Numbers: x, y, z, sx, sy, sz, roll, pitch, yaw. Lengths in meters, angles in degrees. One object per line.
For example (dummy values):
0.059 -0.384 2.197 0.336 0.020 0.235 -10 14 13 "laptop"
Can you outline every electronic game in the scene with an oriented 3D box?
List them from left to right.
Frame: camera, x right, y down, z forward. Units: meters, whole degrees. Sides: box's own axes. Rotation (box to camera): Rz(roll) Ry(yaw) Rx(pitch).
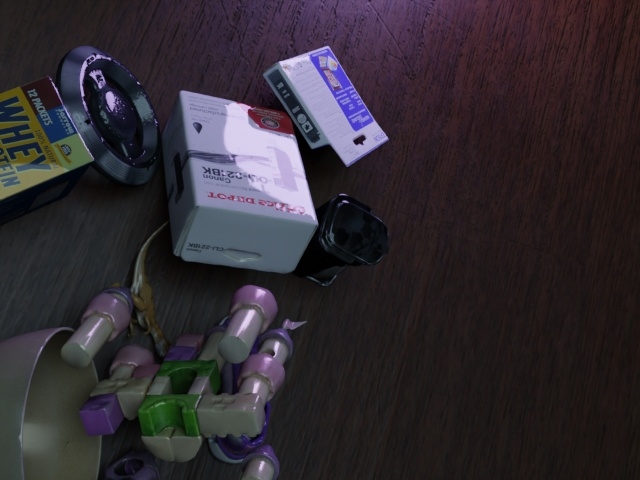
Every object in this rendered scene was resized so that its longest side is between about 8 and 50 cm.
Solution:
-0.323 -0.192 1.436 0.229 0.048 0.229 48 31 -41 "electronic game"

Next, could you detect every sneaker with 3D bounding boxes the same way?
-0.118 0.230 1.465 0.095 0.104 0.236 6 74 -23 "sneaker"

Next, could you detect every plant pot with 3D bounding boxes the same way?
-0.429 0.260 1.242 0.190 0.284 0.284 -2 77 6 "plant pot"

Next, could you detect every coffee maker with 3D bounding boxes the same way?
0.000 0.000 1.532 0.171 0.178 0.120 4 76 -25 "coffee maker"

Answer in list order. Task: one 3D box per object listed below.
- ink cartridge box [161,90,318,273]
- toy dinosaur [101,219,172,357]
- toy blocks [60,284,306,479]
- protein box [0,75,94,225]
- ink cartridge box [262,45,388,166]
-0.133 -0.093 1.460 0.197 0.114 0.273 9 44 -24 "ink cartridge box"
-0.284 0.081 1.454 0.112 0.064 0.212 -9 91 -44 "toy dinosaur"
-0.180 0.202 1.353 0.288 0.260 0.309 -3 113 12 "toy blocks"
-0.459 -0.108 1.324 0.199 0.201 0.136 -29 91 -28 "protein box"
0.015 -0.229 1.616 0.208 0.045 0.206 56 31 -2 "ink cartridge box"
